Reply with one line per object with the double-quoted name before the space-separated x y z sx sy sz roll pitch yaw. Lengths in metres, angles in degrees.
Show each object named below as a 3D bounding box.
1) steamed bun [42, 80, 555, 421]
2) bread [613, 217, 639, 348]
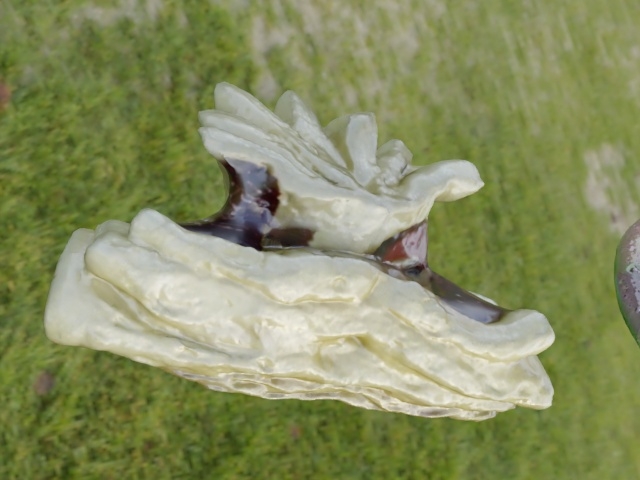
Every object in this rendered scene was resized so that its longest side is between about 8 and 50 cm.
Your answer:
"steamed bun" 0.000 0.000 1.063 0.428 0.189 0.247 13 24 -18
"bread" 0.345 0.061 1.061 0.228 0.033 0.228 14 50 -17
